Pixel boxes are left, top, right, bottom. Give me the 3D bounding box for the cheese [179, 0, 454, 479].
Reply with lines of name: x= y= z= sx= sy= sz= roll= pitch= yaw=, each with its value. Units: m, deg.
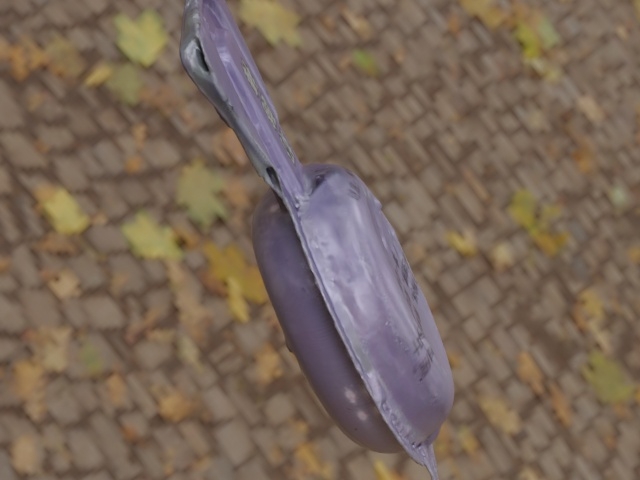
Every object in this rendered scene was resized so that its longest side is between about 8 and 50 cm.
cheese: x=0.000 y=0.000 z=0.645 sx=0.105 sy=0.042 sz=0.191 roll=-96 pitch=161 yaw=-67
